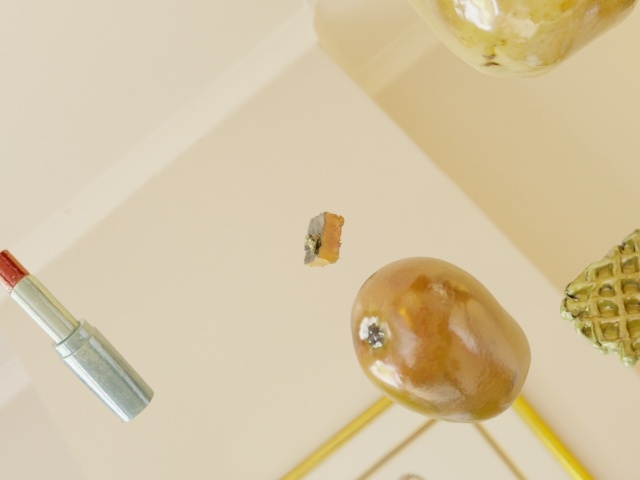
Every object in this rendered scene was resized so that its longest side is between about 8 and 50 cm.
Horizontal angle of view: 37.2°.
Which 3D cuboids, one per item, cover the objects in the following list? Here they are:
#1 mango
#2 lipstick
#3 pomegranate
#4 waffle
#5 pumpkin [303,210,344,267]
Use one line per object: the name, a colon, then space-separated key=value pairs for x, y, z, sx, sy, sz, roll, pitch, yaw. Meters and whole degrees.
mango: x=0.178 y=0.146 z=1.330 sx=0.317 sy=0.211 sz=0.173 roll=26 pitch=-29 yaw=-34
lipstick: x=-0.325 y=0.120 z=1.226 sx=0.061 sy=0.274 sz=0.068 roll=-46 pitch=19 yaw=-22
pomegranate: x=0.230 y=-0.356 z=1.132 sx=0.333 sy=0.332 sz=0.332 roll=-29 pitch=-30 yaw=-19
waffle: x=0.364 y=0.064 z=1.039 sx=0.183 sy=0.169 sz=0.036 roll=-39 pitch=-43 yaw=-15
pumpkin: x=0.000 y=0.000 z=1.481 sx=0.054 sy=0.083 sz=0.074 roll=12 pitch=-16 yaw=-20
